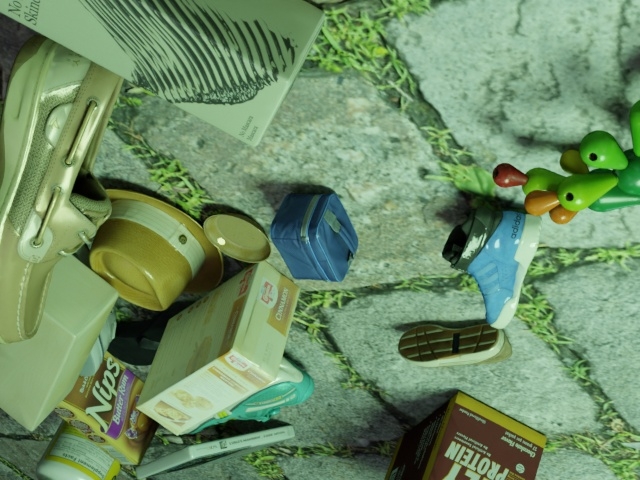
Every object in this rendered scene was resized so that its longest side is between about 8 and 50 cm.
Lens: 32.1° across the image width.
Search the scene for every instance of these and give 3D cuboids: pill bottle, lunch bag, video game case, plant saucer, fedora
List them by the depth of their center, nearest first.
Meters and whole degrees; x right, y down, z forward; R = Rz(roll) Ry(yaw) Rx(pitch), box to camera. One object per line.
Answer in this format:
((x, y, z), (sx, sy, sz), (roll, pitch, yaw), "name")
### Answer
((0.000, 0.000, 1.155), (0.065, 0.067, 0.098), (3, 142, 30), "lunch bag")
((-0.091, -0.007, 1.251), (0.083, 0.015, 0.083), (17, 146, 12), "plant saucer")
((-0.210, 0.022, 1.310), (0.194, 0.079, 0.194), (17, 147, 11), "fedora")
((-0.157, 0.312, 1.639), (0.173, 0.022, 0.190), (-6, 165, -35), "video game case")
((-0.368, 0.339, 1.734), (0.119, 0.208, 0.119), (17, 146, 12), "pill bottle")

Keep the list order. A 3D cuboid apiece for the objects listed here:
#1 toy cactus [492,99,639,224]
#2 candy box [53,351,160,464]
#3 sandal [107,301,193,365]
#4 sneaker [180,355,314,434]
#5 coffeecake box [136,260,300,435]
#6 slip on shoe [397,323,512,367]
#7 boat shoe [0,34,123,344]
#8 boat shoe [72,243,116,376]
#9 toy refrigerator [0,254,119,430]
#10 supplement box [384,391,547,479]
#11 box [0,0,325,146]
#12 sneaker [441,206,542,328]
((0.267, -0.055, 0.904), (0.180, 0.112, 0.219), (23, 150, -34), "toy cactus")
((-0.321, 0.240, 1.658), (0.053, 0.109, 0.186), (-11, 133, 42), "candy box")
((-0.209, 0.143, 1.500), (0.097, 0.054, 0.254), (41, 143, -24), "sandal")
((-0.113, 0.217, 1.506), (0.110, 0.107, 0.275), (29, 148, -24), "sneaker")
((-0.119, 0.126, 1.305), (0.068, 0.142, 0.185), (39, 131, -22), "coffeecake box")
((0.151, 0.120, 1.249), (0.135, 0.051, 0.041), (-12, 144, 34), "slip on shoe")
((-0.275, -0.033, 1.139), (0.110, 0.121, 0.341), (14, 116, -3), "boat shoe")
((-0.312, 0.066, 1.434), (0.095, 0.084, 0.258), (21, 138, 10), "boat shoe")
((-0.340, 0.122, 1.372), (0.102, 0.094, 0.269), (38, 139, 2), "toy refrigerator")
((0.161, 0.327, 1.394), (0.129, 0.191, 0.194), (28, 147, -5), "supplement box")
((-0.144, -0.199, 0.945), (0.275, 0.094, 0.113), (27, 147, -4), "box")
((0.160, 0.024, 1.092), (0.085, 0.058, 0.152), (14, 142, 6), "sneaker")
